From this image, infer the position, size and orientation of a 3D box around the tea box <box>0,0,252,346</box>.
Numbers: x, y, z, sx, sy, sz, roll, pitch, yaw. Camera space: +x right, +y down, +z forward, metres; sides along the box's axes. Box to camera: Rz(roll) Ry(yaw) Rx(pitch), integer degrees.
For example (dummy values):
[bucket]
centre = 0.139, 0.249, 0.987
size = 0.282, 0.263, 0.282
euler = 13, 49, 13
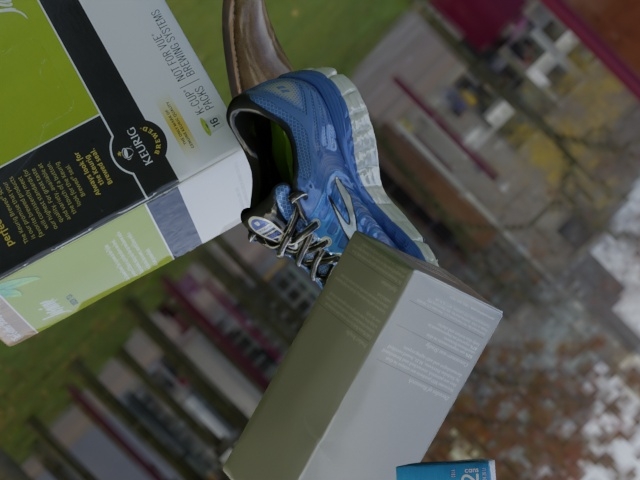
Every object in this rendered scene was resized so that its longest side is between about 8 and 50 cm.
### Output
[tea box]
centre = -0.279, -0.122, 1.659
size = 0.323, 0.329, 0.220
euler = -28, 165, -6

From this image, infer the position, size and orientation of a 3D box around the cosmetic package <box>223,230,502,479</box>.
[cosmetic package]
centre = 0.031, 0.125, 1.298
size = 0.238, 0.107, 0.127
euler = -63, -153, 6

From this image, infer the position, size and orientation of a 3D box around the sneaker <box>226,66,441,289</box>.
[sneaker]
centre = 0.000, 0.000, 1.465
size = 0.147, 0.330, 0.130
euler = -12, 161, -39

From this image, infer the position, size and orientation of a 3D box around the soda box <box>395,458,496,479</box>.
[soda box]
centre = 0.092, 0.256, 1.094
size = 0.067, 0.210, 0.071
euler = -5, 172, 8

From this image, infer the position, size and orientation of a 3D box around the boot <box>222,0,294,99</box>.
[boot]
centre = -0.033, -0.161, 1.771
size = 0.115, 0.305, 0.112
euler = -4, -143, 17
